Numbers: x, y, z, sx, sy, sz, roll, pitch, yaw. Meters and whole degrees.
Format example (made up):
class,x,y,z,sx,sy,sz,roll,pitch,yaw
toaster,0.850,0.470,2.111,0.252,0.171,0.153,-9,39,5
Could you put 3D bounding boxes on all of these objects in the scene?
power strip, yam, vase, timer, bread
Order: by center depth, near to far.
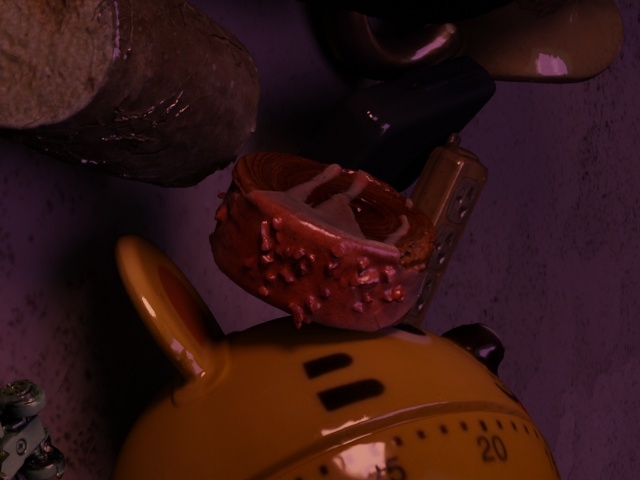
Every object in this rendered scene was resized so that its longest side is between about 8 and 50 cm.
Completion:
class,x,y,z,sx,sy,sz,roll,pitch,yaw
yam,-0.142,-0.114,1.077,0.254,0.154,0.154,26,70,-59
bread,0.000,0.000,1.130,0.160,0.160,0.073,-13,132,-58
timer,-0.004,0.182,1.190,0.376,0.376,0.387,34,25,-55
power strip,0.073,0.049,1.459,0.064,0.044,0.305,19,97,-58
vase,0.132,-0.265,1.498,0.329,0.241,0.302,-31,137,-23

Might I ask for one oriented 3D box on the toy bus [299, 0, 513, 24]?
class,x,y,z,sx,sy,sz,roll,pitch,yaw
toy bus,-0.003,-0.280,1.211,0.386,0.171,0.162,4,78,-37

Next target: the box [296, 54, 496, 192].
class,x,y,z,sx,sy,sz,roll,pitch,yaw
box,0.051,-0.082,1.417,0.050,0.160,0.230,49,33,11

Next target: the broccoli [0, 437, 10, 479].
class,x,y,z,sx,sy,sz,roll,pitch,yaw
broccoli,-0.260,0.137,0.797,0.270,0.270,0.270,-9,107,-32

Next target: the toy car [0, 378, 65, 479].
class,x,y,z,sx,sy,sz,roll,pitch,yaw
toy car,-0.223,0.154,1.055,0.143,0.054,0.073,-53,136,-49
